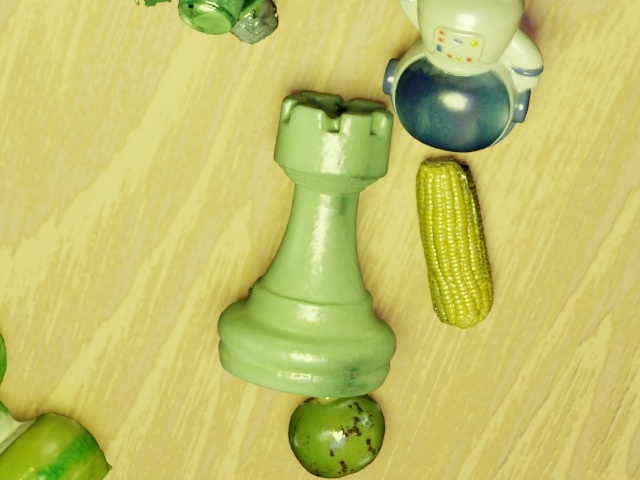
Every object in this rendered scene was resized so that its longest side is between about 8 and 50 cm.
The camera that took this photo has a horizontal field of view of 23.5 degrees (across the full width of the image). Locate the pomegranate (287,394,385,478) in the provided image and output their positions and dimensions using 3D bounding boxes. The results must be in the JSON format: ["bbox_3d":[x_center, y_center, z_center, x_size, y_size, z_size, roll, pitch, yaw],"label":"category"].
[{"bbox_3d":[0.013,0.202,1.756,0.115,0.114,0.142,-14,100,4],"label":"pomegranate"}]

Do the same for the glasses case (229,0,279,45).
[{"bbox_3d":[-0.139,-0.311,1.516,0.067,0.109,0.282,-35,109,20],"label":"glasses case"}]

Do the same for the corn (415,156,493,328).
[{"bbox_3d":[0.146,0.003,1.691,0.072,0.072,0.203,-11,113,3],"label":"corn"}]

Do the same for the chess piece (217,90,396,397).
[{"bbox_3d":[0.000,0.000,1.632,0.195,0.194,0.299,7,104,-5],"label":"chess piece"}]

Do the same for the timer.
[{"bbox_3d":[0.153,-0.250,1.503,0.271,0.270,0.383,2,128,-3],"label":"timer"}]

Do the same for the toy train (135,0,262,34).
[{"bbox_3d":[-0.091,-0.324,1.397,0.188,0.159,0.271,25,69,-23],"label":"toy train"}]

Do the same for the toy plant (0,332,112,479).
[{"bbox_3d":[-0.404,0.205,1.723,0.224,0.184,0.316,-41,93,10],"label":"toy plant"}]
